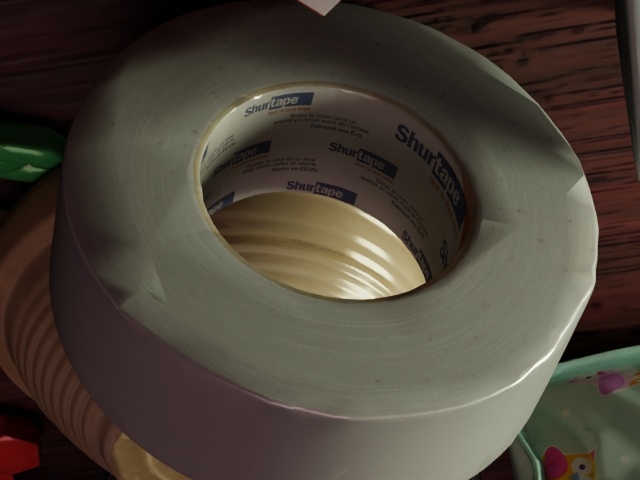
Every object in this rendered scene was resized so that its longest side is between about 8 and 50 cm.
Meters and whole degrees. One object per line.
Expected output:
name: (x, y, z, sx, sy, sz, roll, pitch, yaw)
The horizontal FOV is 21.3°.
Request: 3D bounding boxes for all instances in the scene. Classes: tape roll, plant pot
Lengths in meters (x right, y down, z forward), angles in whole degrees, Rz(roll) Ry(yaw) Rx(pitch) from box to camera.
tape roll: (0.000, 0.000, 0.702, 0.219, 0.219, 0.072, 8, 140, -7)
plant pot: (-0.049, 0.060, 0.845, 0.237, 0.110, 0.237, -4, 142, -3)

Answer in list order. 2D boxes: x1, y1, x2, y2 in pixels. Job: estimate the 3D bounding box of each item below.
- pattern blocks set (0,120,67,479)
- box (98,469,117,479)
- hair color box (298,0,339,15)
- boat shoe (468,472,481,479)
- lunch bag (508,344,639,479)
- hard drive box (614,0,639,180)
pattern blocks set: (-0.235, 0.033, 0.899, 0.285, 0.026, 0.325, 15, 138, -23)
box: (-0.055, 0.248, 1.021, 0.165, 0.143, 0.270, 17, 148, 13)
hair color box: (-0.031, -0.153, 0.656, 0.141, 0.043, 0.072, 27, 134, -28)
boat shoe: (0.048, 0.152, 0.999, 0.084, 0.079, 0.233, 6, 142, -7)
lunch bag: (0.247, 0.159, 0.939, 0.262, 0.160, 0.223, -13, 136, 1)
hard drive box: (0.195, -0.122, 0.613, 0.181, 0.089, 0.232, -7, 151, 10)
